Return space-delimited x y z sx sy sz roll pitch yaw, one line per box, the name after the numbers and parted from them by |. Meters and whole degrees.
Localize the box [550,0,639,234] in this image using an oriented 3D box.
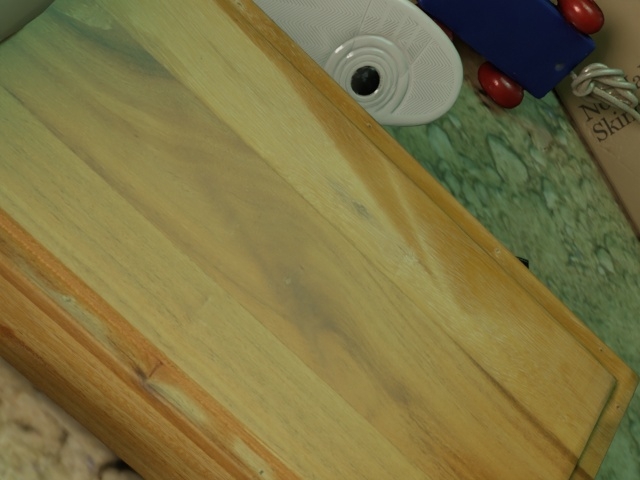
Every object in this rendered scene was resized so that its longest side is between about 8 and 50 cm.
0.295 -0.121 1.629 0.311 0.148 0.121 60 29 8 | box

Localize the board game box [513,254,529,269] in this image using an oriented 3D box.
0.001 0.042 1.019 0.260 0.030 0.136 18 66 -30 | board game box

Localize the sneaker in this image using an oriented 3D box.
-0.028 -0.135 1.141 0.217 0.079 0.121 17 14 -21 | sneaker

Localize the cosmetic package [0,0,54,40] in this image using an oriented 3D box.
-0.292 -0.190 0.726 0.377 0.097 0.284 50 47 -2 | cosmetic package

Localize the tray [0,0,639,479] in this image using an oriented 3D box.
-0.036 0.015 0.937 0.411 0.076 0.203 42 54 -15 | tray

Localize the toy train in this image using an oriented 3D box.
0.157 -0.177 1.531 0.248 0.105 0.143 33 23 -38 | toy train
